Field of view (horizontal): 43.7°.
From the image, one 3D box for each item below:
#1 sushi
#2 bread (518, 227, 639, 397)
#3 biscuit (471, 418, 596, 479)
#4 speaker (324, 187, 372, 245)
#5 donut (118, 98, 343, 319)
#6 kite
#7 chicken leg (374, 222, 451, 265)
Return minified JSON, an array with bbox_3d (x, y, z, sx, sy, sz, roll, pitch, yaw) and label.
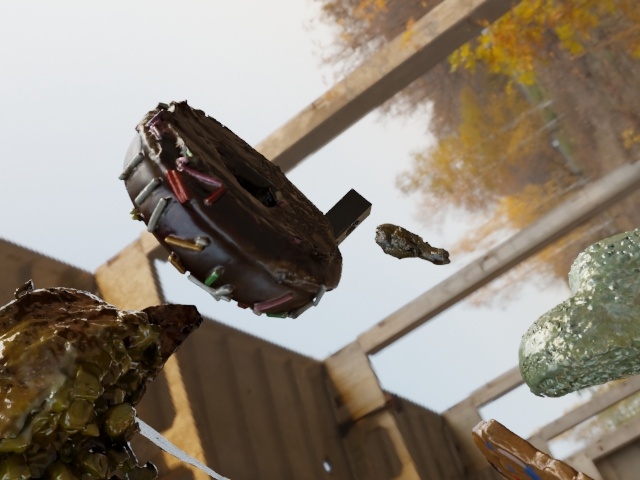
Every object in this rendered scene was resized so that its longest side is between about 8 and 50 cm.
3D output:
[{"bbox_3d":[-0.223,0.139,0.754,0.179,0.166,0.296,21,-175,11],"label":"sushi"},{"bbox_3d":[0.306,0.077,0.807,0.172,0.232,0.064,24,153,46],"label":"bread"},{"bbox_3d":[0.231,0.249,0.854,0.183,0.043,0.280,40,167,-3],"label":"biscuit"},{"bbox_3d":[0.000,0.000,1.232,0.046,0.191,0.040,40,160,15],"label":"speaker"},{"bbox_3d":[-0.091,-0.030,0.816,0.270,0.103,0.269,39,-167,-11],"label":"donut"},{"bbox_3d":[-0.116,0.294,0.968,0.310,0.015,0.169,39,165,-22],"label":"kite"},{"bbox_3d":[0.224,0.016,1.942,0.198,0.084,0.069,19,-163,13],"label":"chicken leg"}]
